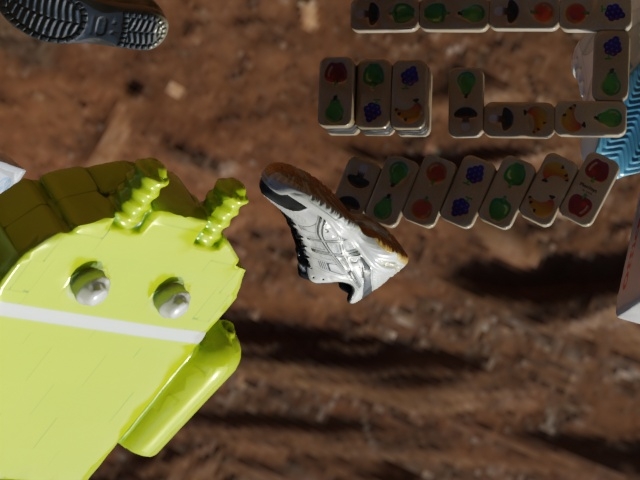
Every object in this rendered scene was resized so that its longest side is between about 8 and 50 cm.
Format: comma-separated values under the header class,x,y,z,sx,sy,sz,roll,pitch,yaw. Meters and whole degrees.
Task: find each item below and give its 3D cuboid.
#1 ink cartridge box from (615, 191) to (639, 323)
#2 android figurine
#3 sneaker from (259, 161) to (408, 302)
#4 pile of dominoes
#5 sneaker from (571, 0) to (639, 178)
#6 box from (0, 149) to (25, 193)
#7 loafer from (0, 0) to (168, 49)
class,x,y,z,sx,sy,sz,roll,pitch,yaw
ink cartridge box,0.277,-0.021,1.238,0.085,0.148,0.203,15,169,-1
android figurine,-0.146,0.059,0.984,0.248,0.273,0.056,16,-148,-52
sneaker,0.000,0.000,0.750,0.083,0.037,0.032,37,-165,-36
pile of dominoes,0.124,-0.107,1.475,0.251,0.196,0.040,1,172,11
sneaker,0.286,-0.148,1.729,0.092,0.229,0.087,-13,134,44
box,-0.342,-0.104,1.452,0.186,0.038,0.145,37,-172,34
loafer,-0.203,-0.198,1.546,0.148,0.050,0.056,13,123,-20
